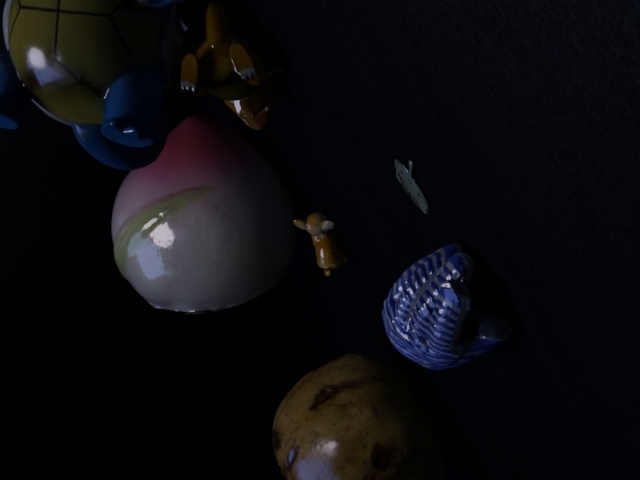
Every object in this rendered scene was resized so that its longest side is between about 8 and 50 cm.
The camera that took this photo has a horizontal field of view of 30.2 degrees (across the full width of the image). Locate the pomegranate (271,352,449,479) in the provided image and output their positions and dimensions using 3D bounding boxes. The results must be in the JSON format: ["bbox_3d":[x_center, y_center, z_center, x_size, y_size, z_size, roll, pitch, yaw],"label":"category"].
[{"bbox_3d":[0.062,0.316,1.851,0.281,0.281,0.281,56,173,10],"label":"pomegranate"}]

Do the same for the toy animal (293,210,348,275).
[{"bbox_3d":[0.000,0.000,1.679,0.083,0.061,0.081,62,-148,-41],"label":"toy animal"}]

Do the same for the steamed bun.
[{"bbox_3d":[-0.186,-0.056,1.863,0.309,0.309,0.309,56,173,10],"label":"steamed bun"}]

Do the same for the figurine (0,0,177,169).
[{"bbox_3d":[-0.247,-0.234,1.311,0.298,0.243,0.416,12,125,22],"label":"figurine"}]

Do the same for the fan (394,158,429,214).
[{"bbox_3d":[0.081,-0.053,1.054,0.056,0.004,0.083,55,172,17],"label":"fan"}]

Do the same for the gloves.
[{"bbox_3d":[0.114,0.072,1.086,0.119,0.097,0.229,25,161,10],"label":"gloves"}]

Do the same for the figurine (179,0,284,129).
[{"bbox_3d":[-0.096,-0.202,1.345,0.176,0.121,0.122,45,-145,-70],"label":"figurine"}]

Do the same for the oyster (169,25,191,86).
[{"bbox_3d":[-0.244,-0.337,1.674,0.237,0.115,0.351,66,169,1],"label":"oyster"}]

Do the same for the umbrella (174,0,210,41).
[{"bbox_3d":[-0.245,-0.386,1.445,0.357,0.106,0.113,55,165,11],"label":"umbrella"}]
